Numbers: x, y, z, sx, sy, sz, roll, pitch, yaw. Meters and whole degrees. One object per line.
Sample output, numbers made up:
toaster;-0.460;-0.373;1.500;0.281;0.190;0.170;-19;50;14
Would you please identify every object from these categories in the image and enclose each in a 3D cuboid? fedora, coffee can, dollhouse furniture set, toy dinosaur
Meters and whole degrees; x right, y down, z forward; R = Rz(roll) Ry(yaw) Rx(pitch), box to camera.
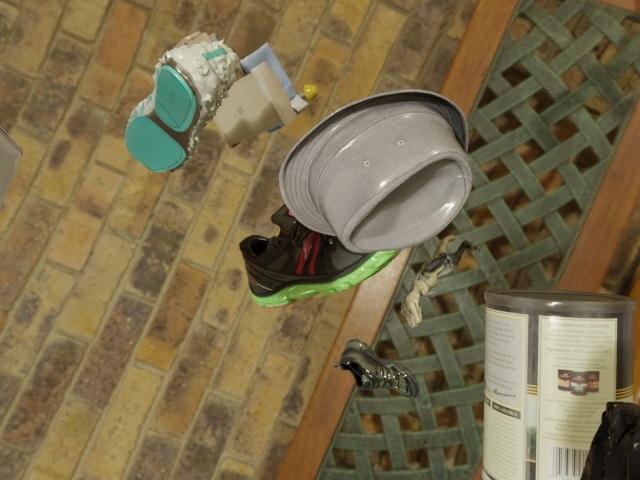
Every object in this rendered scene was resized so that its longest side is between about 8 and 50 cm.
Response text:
fedora;0.092;-0.068;0.718;0.244;0.275;0.124;61;-176;-46
coffee can;0.338;0.215;0.767;0.201;0.201;0.276;178;93;-82
dollhouse furniture set;-0.126;-0.411;1.267;0.198;0.286;0.303;-11;28;42
toy dinosaur;0.231;0.045;1.010;0.268;0.064;0.118;-48;3;-37

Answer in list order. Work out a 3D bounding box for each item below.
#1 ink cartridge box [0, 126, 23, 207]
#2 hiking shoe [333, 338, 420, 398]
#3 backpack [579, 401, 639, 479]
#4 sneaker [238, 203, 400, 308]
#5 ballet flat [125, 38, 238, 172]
ink cartridge box;-0.426;-0.037;0.410;0.117;0.282;0.207;117;167;-74
hiking shoe;0.144;0.358;1.376;0.114;0.226;0.086;-49;-17;-44
backpack;0.217;0.203;0.301;0.173;0.158;0.117;-59;-2;-9
sneaker;0.000;0.000;1.105;0.482;0.202;0.185;-23;9;33
ballet flat;-0.248;-0.235;0.974;0.409;0.147;0.147;-18;46;59
